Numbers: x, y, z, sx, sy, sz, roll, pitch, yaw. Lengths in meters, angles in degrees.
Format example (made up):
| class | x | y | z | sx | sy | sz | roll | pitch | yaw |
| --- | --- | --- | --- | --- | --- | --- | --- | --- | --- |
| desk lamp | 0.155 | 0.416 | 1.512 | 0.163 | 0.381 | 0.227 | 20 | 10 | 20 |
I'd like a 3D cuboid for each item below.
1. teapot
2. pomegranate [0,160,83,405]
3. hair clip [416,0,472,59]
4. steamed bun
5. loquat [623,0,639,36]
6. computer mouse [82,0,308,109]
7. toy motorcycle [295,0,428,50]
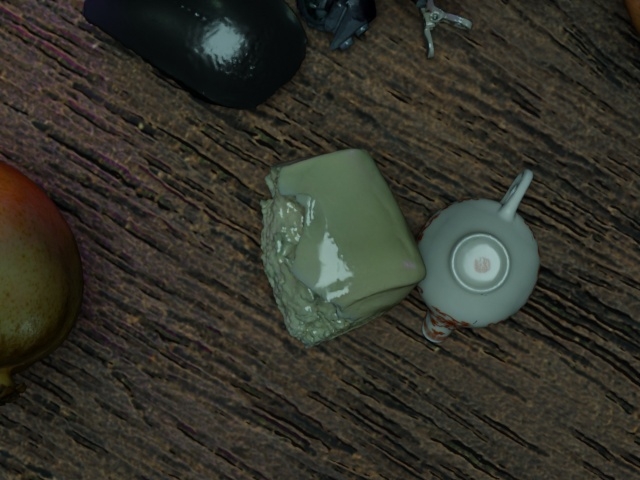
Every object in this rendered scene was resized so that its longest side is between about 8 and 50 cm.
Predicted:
| class | x | y | z | sx | sy | sz | roll | pitch | yaw |
| --- | --- | --- | --- | --- | --- | --- | --- | --- | --- |
| teapot | 0.202 | 0.017 | 1.877 | 0.159 | 0.116 | 0.245 | 36 | 85 | 12 |
| pomegranate | -0.425 | 0.049 | 1.787 | 0.319 | 0.319 | 0.319 | 0 | 90 | 2 |
| hair clip | 0.117 | -0.346 | 1.903 | 0.072 | 0.034 | 0.226 | -27 | 88 | -2 |
| steamed bun | 0.000 | 0.000 | 1.830 | 0.200 | 0.170 | 0.225 | -29 | 82 | 32 |
| loquat | 0.480 | -0.333 | 1.771 | 0.275 | 0.275 | 0.275 | 0 | 90 | 2 |
| computer mouse | -0.160 | -0.282 | 1.884 | 0.295 | 0.087 | 0.168 | 32 | 88 | 3 |
| toy motorcycle | 0.087 | -0.325 | 1.833 | 0.159 | 0.106 | 0.270 | 51 | 128 | 3 |
